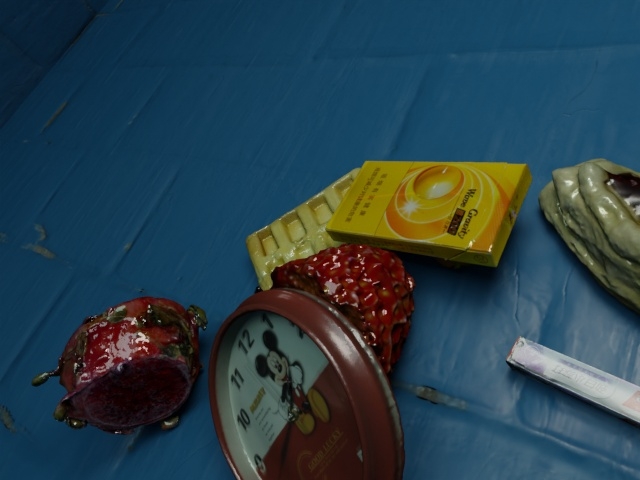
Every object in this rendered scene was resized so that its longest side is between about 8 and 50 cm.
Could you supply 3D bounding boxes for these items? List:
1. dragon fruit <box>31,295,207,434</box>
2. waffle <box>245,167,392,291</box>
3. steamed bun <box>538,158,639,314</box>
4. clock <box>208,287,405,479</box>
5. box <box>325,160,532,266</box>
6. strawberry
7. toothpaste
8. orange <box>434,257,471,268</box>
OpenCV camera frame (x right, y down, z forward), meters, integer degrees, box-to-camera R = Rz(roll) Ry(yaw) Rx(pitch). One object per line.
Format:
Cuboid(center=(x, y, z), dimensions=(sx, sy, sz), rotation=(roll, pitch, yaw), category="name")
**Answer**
Cuboid(center=(-0.298, 0.212, 0.773), dimensions=(0.282, 0.211, 0.147), rotation=(-24, 55, -15), category="dragon fruit")
Cuboid(center=(0.000, 0.000, 0.851), dimensions=(0.274, 0.057, 0.168), rotation=(-31, 49, 7), category="waffle")
Cuboid(center=(0.454, -0.005, 0.524), dimensions=(0.247, 0.189, 0.428), rotation=(-26, 49, 1), category="steamed bun")
Cuboid(center=(-0.029, 0.216, 0.619), dimensions=(0.318, 0.080, 0.319), rotation=(10, 104, 44), category="clock")
Cuboid(center=(0.147, -0.050, 0.716), dimensions=(0.269, 0.043, 0.152), rotation=(8, 59, 41), category="box")
Cuboid(center=(0.046, 0.096, 0.701), dimensions=(0.234, 0.234, 0.178), rotation=(25, 45, 39), category="strawberry")
Cuboid(center=(0.320, 0.169, 0.568), dimensions=(0.196, 0.040, 0.047), rotation=(22, 74, 37), category="toothpaste")
Cuboid(center=(0.199, 0.001, 0.725), dimensions=(0.083, 0.083, 0.084), rotation=(-15, 53, 20), category="orange")
